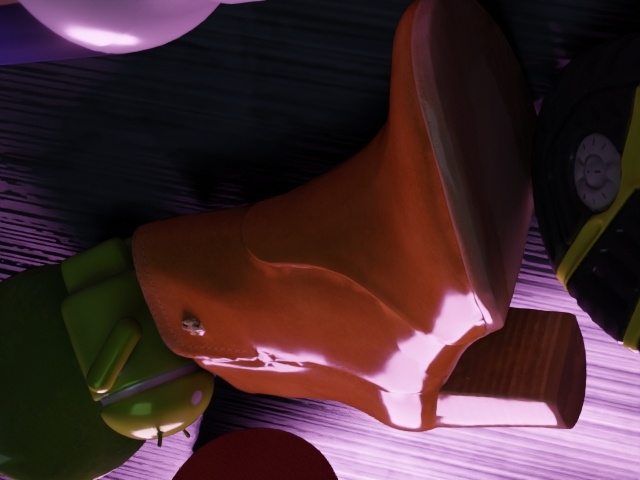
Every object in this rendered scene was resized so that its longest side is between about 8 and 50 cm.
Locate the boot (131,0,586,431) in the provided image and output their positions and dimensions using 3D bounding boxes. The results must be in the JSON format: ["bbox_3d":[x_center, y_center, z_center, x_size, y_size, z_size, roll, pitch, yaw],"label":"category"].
[{"bbox_3d":[0.000,0.000,0.815,0.211,0.104,0.295,4,143,23],"label":"boot"}]

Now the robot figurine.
[{"bbox_3d":[-0.099,0.056,0.933,0.067,0.101,0.115,-22,85,18],"label":"robot figurine"}]

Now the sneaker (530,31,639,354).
[{"bbox_3d":[0.245,-0.014,0.639,0.385,0.147,0.145,6,98,47],"label":"sneaker"}]

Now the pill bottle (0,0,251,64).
[{"bbox_3d":[-0.118,-0.143,0.647,0.265,0.153,0.153,-1,137,35],"label":"pill bottle"}]

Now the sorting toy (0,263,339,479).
[{"bbox_3d":[-0.149,0.089,1.026,0.365,0.127,0.126,41,168,-18],"label":"sorting toy"}]
